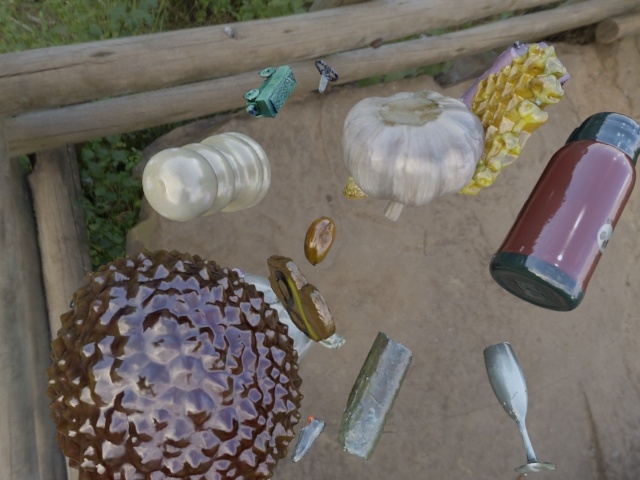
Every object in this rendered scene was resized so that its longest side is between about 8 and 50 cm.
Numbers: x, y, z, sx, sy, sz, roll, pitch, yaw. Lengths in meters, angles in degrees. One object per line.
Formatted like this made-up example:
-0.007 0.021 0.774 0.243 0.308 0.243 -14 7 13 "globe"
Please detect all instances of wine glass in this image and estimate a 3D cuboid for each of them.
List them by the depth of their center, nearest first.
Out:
0.312 0.265 0.745 0.066 0.066 0.198 14 46 -19 "wine glass"

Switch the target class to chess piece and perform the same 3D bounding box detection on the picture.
-0.214 -0.112 0.856 0.167 0.299 0.167 4 106 13 "chess piece"

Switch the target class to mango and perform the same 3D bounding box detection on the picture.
0.000 0.000 1.132 0.077 0.063 0.127 30 76 -37 "mango"

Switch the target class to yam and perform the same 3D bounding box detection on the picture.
0.120 0.341 1.020 0.106 0.106 0.259 31 77 -15 "yam"

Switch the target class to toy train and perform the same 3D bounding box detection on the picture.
-0.121 -0.373 1.150 0.172 0.099 0.070 -64 146 -30 "toy train"

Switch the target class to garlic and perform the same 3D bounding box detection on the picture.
0.138 -0.114 0.721 0.219 0.212 0.218 -2 45 2 "garlic"

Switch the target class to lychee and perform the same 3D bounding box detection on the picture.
-0.148 0.135 0.483 0.268 0.267 0.267 3 81 -21 "lychee"

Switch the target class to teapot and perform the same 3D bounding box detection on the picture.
0.027 0.288 1.349 0.083 0.057 0.067 26 37 19 "teapot"

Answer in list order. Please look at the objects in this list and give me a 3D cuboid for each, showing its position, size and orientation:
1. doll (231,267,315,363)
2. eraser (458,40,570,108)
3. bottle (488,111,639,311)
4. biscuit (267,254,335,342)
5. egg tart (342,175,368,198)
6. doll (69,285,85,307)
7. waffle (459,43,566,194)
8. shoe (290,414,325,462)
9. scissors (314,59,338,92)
-0.162 0.268 1.469 0.226 0.215 0.370 -17 61 -43 "doll"
0.383 -0.283 1.086 0.272 0.359 0.122 -26 76 -47 "eraser"
0.418 -0.057 0.753 0.144 0.144 0.336 37 79 -13 "bottle"
-0.058 0.128 1.023 0.041 0.290 0.208 -28 110 -21 "biscuit"
0.170 -0.228 1.788 0.191 0.191 0.074 -37 121 -22 "egg tart"
-0.505 0.184 1.188 0.249 0.127 0.088 28 75 -40 "doll"
0.283 -0.181 0.713 0.057 0.219 0.229 24 84 -8 "waffle"
-0.063 0.789 1.835 0.077 0.074 0.194 40 65 9 "shoe"
0.015 -0.588 1.674 0.109 0.022 0.300 33 35 -18 "scissors"
